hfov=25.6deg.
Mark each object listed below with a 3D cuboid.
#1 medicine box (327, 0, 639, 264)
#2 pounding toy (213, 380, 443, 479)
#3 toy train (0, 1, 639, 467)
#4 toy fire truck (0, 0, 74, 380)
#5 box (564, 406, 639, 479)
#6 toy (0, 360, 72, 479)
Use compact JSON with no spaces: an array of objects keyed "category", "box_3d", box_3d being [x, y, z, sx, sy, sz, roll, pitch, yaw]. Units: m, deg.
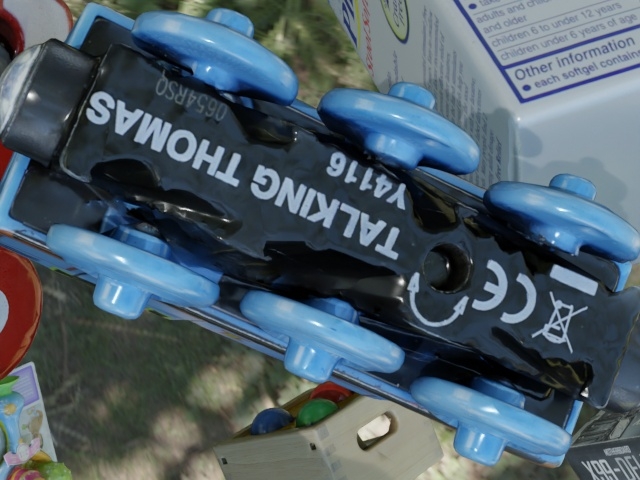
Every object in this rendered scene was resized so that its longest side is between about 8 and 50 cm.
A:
[{"category":"medicine box","box_3d":[0.164,-0.147,0.792,0.263,0.289,0.149,-18,141,-10]},{"category":"pounding toy","box_3d":[-0.005,0.169,1.210,0.181,0.206,0.094,-26,96,-45]},{"category":"toy train","box_3d":[0.000,0.000,0.372,0.184,0.105,0.080,24,82,-15]},{"category":"toy fire truck","box_3d":[-0.278,-0.059,0.870,0.254,0.169,0.302,39,74,-54]},{"category":"box","box_3d":[0.325,0.194,0.896,0.076,0.307,0.242,-37,94,-29]},{"category":"toy","box_3d":[-0.315,0.262,1.544,0.056,0.137,0.237,-12,97,31]}]
